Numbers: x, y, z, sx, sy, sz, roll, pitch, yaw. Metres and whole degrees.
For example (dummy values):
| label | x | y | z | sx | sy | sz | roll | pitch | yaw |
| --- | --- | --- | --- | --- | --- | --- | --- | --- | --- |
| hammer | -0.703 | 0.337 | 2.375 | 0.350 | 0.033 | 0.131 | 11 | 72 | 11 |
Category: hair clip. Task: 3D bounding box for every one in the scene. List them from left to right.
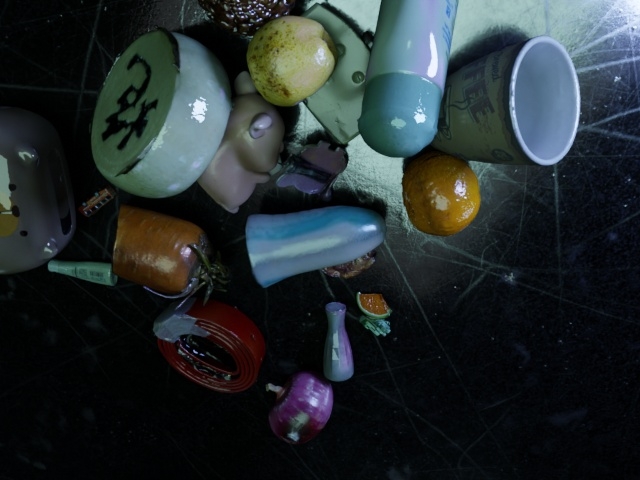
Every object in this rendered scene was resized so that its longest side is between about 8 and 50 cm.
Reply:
| label | x | y | z | sx | sy | sz | roll | pitch | yaw |
| --- | --- | --- | --- | --- | --- | --- | --- | --- | --- |
| hair clip | -0.018 | -0.165 | 1.204 | 0.146 | 0.187 | 0.056 | -53 | 54 | 26 |

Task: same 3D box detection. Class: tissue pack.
| label | x | y | z | sx | sy | sz | roll | pitch | yaw |
| --- | --- | --- | --- | --- | --- | --- | --- | --- | --- |
| tissue pack | -0.753 | -0.120 | 1.264 | 0.277 | 0.267 | 0.386 | 6 | 115 | 4 |

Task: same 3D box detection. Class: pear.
| label | x | y | z | sx | sy | sz | roll | pitch | yaw |
| --- | --- | --- | --- | --- | --- | --- | --- | --- | --- |
| pear | -0.051 | -0.345 | 1.005 | 0.178 | 0.178 | 0.177 | 4 | 116 | 7 |

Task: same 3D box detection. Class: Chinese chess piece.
| label | x | y | z | sx | sy | sz | roll | pitch | yaw |
| --- | --- | --- | --- | --- | --- | --- | --- | --- | --- |
| Chinese chess piece | -0.344 | -0.264 | 1.095 | 0.349 | 0.349 | 0.147 | -43 | 143 | 24 |

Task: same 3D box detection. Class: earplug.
| label | x | y | z | sx | sy | sz | roll | pitch | yaw |
| --- | --- | --- | --- | --- | --- | --- | --- | --- | --- |
| earplug | 0.000 | 0.000 | 1.265 | 0.325 | 0.185 | 0.184 | -10 | 113 | 7 |

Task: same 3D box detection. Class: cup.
| label | x | y | z | sx | sy | sz | roll | pitch | yaw |
| --- | --- | --- | --- | --- | --- | --- | --- | --- | --- |
| cup | 0.355 | -0.288 | 1.039 | 0.257 | 0.301 | 0.227 | 10 | 146 | 52 |

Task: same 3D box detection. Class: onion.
| label | x | y | z | sx | sy | sz | roll | pitch | yaw |
| --- | --- | --- | --- | --- | --- | --- | --- | --- | --- |
| onion | -0.056 | 0.487 | 1.497 | 0.208 | 0.200 | 0.200 | -24 | 109 | 13 |

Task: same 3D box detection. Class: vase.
| label | x | y | z | sx | sy | sz | roll | pitch | yaw |
| --- | --- | --- | --- | --- | --- | --- | --- | --- | --- |
| vase | 0.046 | 0.276 | 1.435 | 0.086 | 0.086 | 0.213 | 0 | 111 | 9 |

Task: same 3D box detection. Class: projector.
| label | x | y | z | sx | sy | sz | roll | pitch | yaw |
| --- | --- | --- | --- | --- | --- | --- | --- | --- | --- |
| projector | 0.038 | -0.365 | 1.120 | 0.194 | 0.088 | 0.269 | -33 | 106 | 22 |

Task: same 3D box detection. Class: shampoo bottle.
| label | x | y | z | sx | sy | sz | roll | pitch | yaw |
| --- | --- | --- | --- | --- | --- | --- | --- | --- | --- |
| shampoo bottle | -0.674 | 0.085 | 1.475 | 0.191 | 0.041 | 0.069 | 7 | 122 | 6 |
| shampoo bottle | 0.164 | -0.324 | 0.981 | 0.152 | 0.222 | 0.349 | 9 | 78 | 7 |

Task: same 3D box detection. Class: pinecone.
| label | x | y | z | sx | sy | sz | roll | pitch | yaw |
| --- | --- | --- | --- | --- | --- | --- | --- | --- | --- |
| pinecone | -0.148 | -0.516 | 1.019 | 0.222 | 0.221 | 0.221 | 4 | 116 | 7 |

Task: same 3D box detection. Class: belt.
| label | x | y | z | sx | sy | sz | roll | pitch | yaw |
| --- | --- | --- | --- | --- | --- | --- | --- | --- | --- |
| belt | -0.310 | 0.287 | 1.477 | 0.324 | 0.115 | 0.227 | 36 | 113 | -11 |

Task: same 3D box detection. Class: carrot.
| label | x | y | z | sx | sy | sz | roll | pitch | yaw |
| --- | --- | --- | --- | --- | --- | --- | --- | --- | --- |
| carrot | -0.388 | 0.036 | 1.316 | 0.332 | 0.214 | 0.193 | 16 | 119 | -3 |

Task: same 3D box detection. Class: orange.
| label | x | y | z | sx | sy | sz | roll | pitch | yaw |
| --- | --- | --- | --- | --- | --- | --- | --- | --- | --- |
| orange | 0.269 | -0.104 | 1.160 | 0.161 | 0.193 | 0.193 | -21 | 112 | -8 |

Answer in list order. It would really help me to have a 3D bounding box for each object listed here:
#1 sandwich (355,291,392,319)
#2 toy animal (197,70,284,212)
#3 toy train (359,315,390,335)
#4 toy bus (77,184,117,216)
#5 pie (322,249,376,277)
| label | x | y | z | sx | sy | sz | roll | pitch | yaw |
| --- | --- | --- | --- | --- | --- | --- | --- | --- | --- |
| sandwich | 0.141 | 0.176 | 1.384 | 0.101 | 0.069 | 0.026 | 4 | 160 | 10 |
| toy animal | -0.180 | -0.200 | 1.179 | 0.256 | 0.195 | 0.213 | -38 | 140 | 16 |
| toy train | 0.151 | 0.227 | 1.417 | 0.053 | 0.033 | 0.083 | -38 | 105 | 28 |
| toy bus | -0.590 | -0.104 | 1.378 | 0.110 | 0.031 | 0.043 | -31 | 114 | 20 |
| pie | 0.077 | 0.052 | 1.344 | 0.170 | 0.034 | 0.092 | -26 | 105 | 19 |
